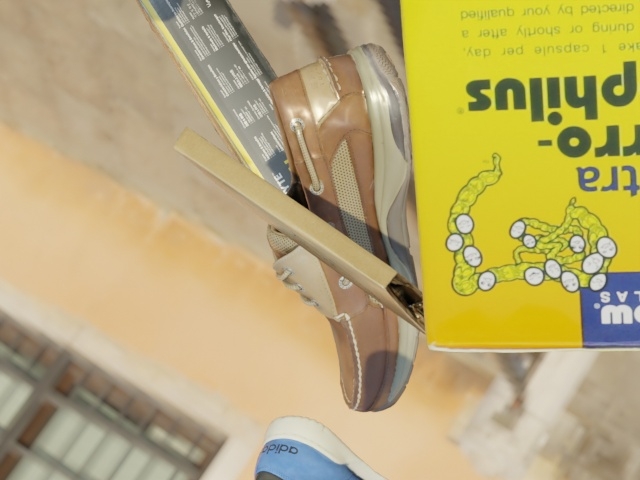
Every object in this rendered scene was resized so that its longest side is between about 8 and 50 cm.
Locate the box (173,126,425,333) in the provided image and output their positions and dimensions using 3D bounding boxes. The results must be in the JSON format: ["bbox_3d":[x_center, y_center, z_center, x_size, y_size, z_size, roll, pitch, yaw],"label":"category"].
[{"bbox_3d":[0.000,0.000,1.340,0.201,0.021,0.164,35,178,27],"label":"box"}]

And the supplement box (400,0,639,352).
[{"bbox_3d":[0.151,-0.137,1.047,0.195,0.194,0.356,-1,112,11],"label":"supplement box"}]

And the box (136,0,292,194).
[{"bbox_3d":[-0.075,-0.135,1.848,0.322,0.079,0.257,57,180,5],"label":"box"}]

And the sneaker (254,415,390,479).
[{"bbox_3d":[0.021,0.170,1.036,0.152,0.084,0.058,38,141,-24],"label":"sneaker"}]

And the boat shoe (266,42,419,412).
[{"bbox_3d":[0.011,-0.004,1.526,0.123,0.116,0.324,-120,23,-63],"label":"boat shoe"}]
